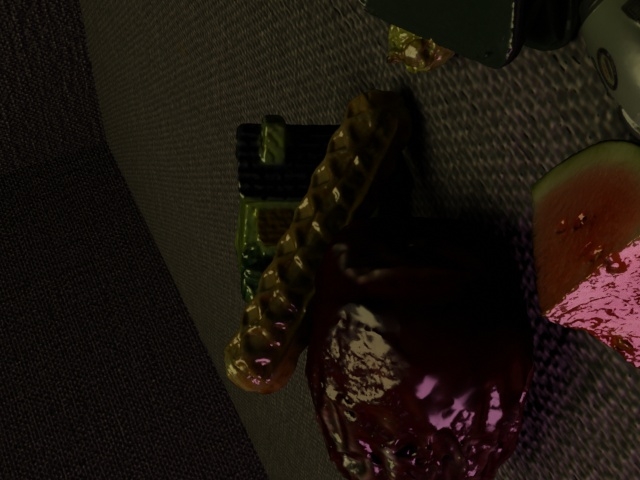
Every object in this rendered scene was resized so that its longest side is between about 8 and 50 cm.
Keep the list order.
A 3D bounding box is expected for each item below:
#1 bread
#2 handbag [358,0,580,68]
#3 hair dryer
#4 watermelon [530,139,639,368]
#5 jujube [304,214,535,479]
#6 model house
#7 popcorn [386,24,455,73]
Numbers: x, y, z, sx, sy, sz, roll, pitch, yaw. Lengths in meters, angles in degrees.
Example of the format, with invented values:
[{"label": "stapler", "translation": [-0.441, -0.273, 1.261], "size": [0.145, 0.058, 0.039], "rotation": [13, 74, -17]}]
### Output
[{"label": "bread", "translation": [0.000, 0.000, 0.946], "size": [0.084, 0.367, 0.077], "rotation": [27, 177, -13]}, {"label": "handbag", "translation": [0.103, -0.288, 0.677], "size": [0.247, 0.079, 0.260], "rotation": [45, 149, 50]}, {"label": "hair dryer", "translation": [0.238, -0.059, 0.441], "size": [0.229, 0.092, 0.267], "rotation": [53, -171, -4]}, {"label": "watermelon", "translation": [0.237, 0.022, 0.616], "size": [0.145, 0.137, 0.193], "rotation": [28, -179, -14]}, {"label": "jujube", "translation": [0.098, 0.135, 0.906], "size": [0.258, 0.259, 0.376], "rotation": [54, 150, 39]}, {"label": "model house", "translation": [-0.004, -0.046, 1.031], "size": [0.170, 0.194, 0.211], "rotation": [-102, 13, -57]}, {"label": "popcorn", "translation": [0.098, -0.192, 0.827], "size": [0.083, 0.068, 0.059], "rotation": [-75, -1, -61]}]
